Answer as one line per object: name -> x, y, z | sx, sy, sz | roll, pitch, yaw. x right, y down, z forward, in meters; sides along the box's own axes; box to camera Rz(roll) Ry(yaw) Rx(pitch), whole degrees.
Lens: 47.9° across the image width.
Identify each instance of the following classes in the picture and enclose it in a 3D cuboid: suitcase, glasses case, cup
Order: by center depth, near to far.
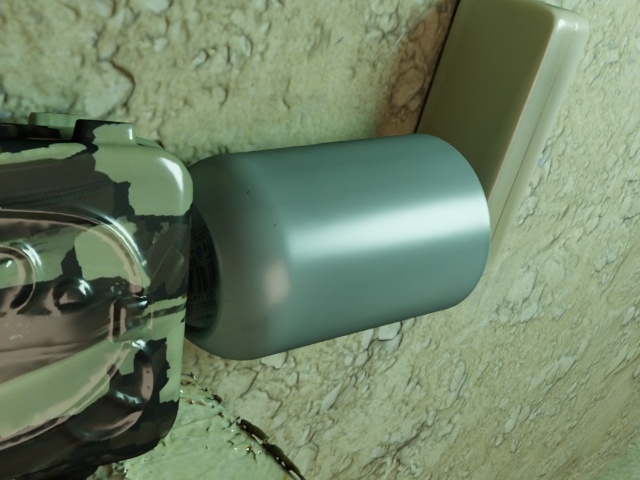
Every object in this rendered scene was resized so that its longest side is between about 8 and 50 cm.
suitcase -> -0.275, 0.073, 0.522 | 0.352, 0.194, 0.339 | -4, 103, -39
cup -> 0.000, 0.000, 0.739 | 0.312, 0.205, 0.205 | -10, 124, -38
glasses case -> 0.193, -0.125, 0.876 | 0.076, 0.144, 0.336 | -6, 123, -41

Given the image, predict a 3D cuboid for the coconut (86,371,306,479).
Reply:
coconut -> -0.179, 0.331, 0.707 | 0.360, 0.346, 0.346 | -43, 139, -17
